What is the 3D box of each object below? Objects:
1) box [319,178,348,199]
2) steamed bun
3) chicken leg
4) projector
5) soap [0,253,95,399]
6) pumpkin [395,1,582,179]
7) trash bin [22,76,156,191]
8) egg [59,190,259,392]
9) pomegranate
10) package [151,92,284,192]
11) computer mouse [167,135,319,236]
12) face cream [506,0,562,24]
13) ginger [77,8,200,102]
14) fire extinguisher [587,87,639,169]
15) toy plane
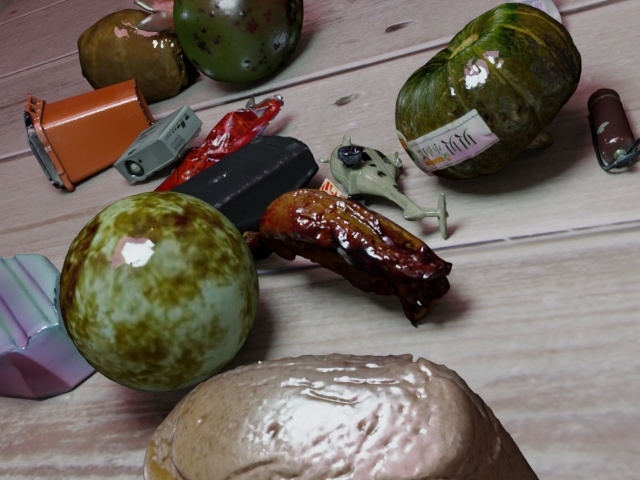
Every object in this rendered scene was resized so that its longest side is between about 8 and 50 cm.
[{"bbox_3d":[0.001,-0.034,1.265,0.093,0.015,0.058,-62,30,13],"label":"box"},{"bbox_3d":[0.011,0.229,0.718,0.301,0.251,0.199,-15,44,29],"label":"steamed bun"},{"bbox_3d":[0.000,0.000,1.133,0.407,0.158,0.096,9,53,51],"label":"chicken leg"},{"bbox_3d":[-0.296,-0.173,1.691,0.147,0.061,0.115,-22,26,42],"label":"projector"},{"bbox_3d":[-0.446,0.127,1.354,0.193,0.109,0.324,-39,31,-15],"label":"soap"},{"bbox_3d":[0.228,-0.181,1.188,0.260,0.189,0.260,-41,14,13],"label":"pumpkin"},{"bbox_3d":[-0.459,-0.232,1.835,0.239,0.184,0.161,-23,31,0],"label":"trash bin"},{"bbox_3d":[-0.197,0.053,1.130,0.238,0.238,0.289,-28,29,2],"label":"egg"},{"bbox_3d":[-0.191,-0.437,1.834,0.324,0.290,0.290,-23,31,22],"label":"pomegranate"},{"bbox_3d":[-0.180,-0.162,1.602,0.269,0.071,0.194,-44,19,-16],"label":"package"},{"bbox_3d":[-0.128,-0.056,1.368,0.269,0.100,0.170,-34,29,-21],"label":"computer mouse"},{"bbox_3d":[0.325,-0.326,1.444,0.114,0.070,0.224,-13,47,27],"label":"face cream"},{"bbox_3d":[-0.414,-0.399,2.010,0.223,0.200,0.269,-31,30,-6],"label":"ginger"},{"bbox_3d":[0.360,-0.133,1.134,0.064,0.043,0.158,-47,19,32],"label":"fire extinguisher"},{"bbox_3d":[0.085,-0.078,1.251,0.108,0.092,0.286,-9,25,-15],"label":"toy plane"}]
